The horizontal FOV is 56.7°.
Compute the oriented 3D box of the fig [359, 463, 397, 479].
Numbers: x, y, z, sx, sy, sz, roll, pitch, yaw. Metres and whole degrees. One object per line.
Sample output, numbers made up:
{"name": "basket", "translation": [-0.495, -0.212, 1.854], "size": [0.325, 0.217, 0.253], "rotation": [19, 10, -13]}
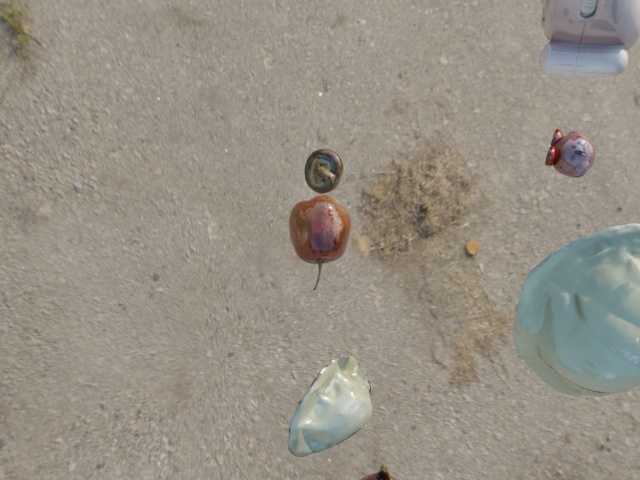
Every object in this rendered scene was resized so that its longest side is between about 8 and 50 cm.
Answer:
{"name": "fig", "translation": [0.153, 0.651, 1.505], "size": [0.175, 0.175, 0.207], "rotation": [11, 86, -7]}

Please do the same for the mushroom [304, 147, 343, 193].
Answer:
{"name": "mushroom", "translation": [0.006, -0.195, 1.652], "size": [0.127, 0.087, 0.127], "rotation": [2, 93, 30]}

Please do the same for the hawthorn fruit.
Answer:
{"name": "hawthorn fruit", "translation": [0.000, 0.000, 1.397], "size": [0.163, 0.162, 0.203], "rotation": [-1, 58, -10]}

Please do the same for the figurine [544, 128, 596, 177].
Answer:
{"name": "figurine", "translation": [0.401, -0.138, 0.945], "size": [0.071, 0.067, 0.083], "rotation": [15, 65, 20]}

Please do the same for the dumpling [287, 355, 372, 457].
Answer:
{"name": "dumpling", "translation": [0.023, 0.326, 1.199], "size": [0.247, 0.142, 0.172], "rotation": [-36, 122, -40]}

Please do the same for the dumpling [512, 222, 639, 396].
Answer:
{"name": "dumpling", "translation": [0.535, 0.126, 1.129], "size": [0.316, 0.233, 0.395], "rotation": [33, 112, -20]}

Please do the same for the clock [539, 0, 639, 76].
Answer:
{"name": "clock", "translation": [0.479, -0.497, 1.028], "size": [0.184, 0.325, 0.342], "rotation": [1, 49, 18]}
